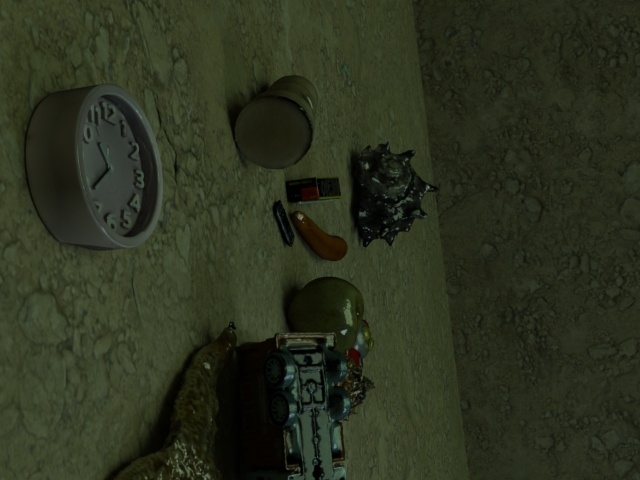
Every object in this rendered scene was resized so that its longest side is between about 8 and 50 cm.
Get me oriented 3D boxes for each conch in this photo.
[{"bbox_3d":[0.175,-0.130,2.305,0.241,0.186,0.313,33,67,-34],"label":"conch"}]

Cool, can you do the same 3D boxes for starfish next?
[{"bbox_3d":[-0.164,0.343,1.195,0.432,0.083,0.323,-58,135,-67],"label":"starfish"}]

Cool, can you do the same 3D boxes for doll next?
[{"bbox_3d":[0.075,0.263,1.992,0.245,0.076,0.142,-73,152,-44],"label":"doll"}]

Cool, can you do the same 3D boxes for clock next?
[{"bbox_3d":[-0.264,-0.085,1.034,0.197,0.068,0.196,-7,90,-73],"label":"clock"}]

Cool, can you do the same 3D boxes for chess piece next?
[{"bbox_3d":[-0.064,-0.239,1.630,0.261,0.143,0.142,-69,149,-64],"label":"chess piece"}]

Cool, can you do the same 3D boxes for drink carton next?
[{"bbox_3d":[-0.013,-0.106,1.842,0.166,0.071,0.056,-14,95,-71],"label":"drink carton"}]

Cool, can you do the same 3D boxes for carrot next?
[{"bbox_3d":[0.000,0.000,1.877,0.066,0.062,0.271,-62,155,0],"label":"carrot"}]

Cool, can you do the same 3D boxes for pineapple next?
[{"bbox_3d":[0.047,0.295,1.775,0.176,0.137,0.161,8,77,-73],"label":"pineapple"}]

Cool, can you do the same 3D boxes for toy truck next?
[{"bbox_3d":[-0.050,0.301,1.347,0.136,0.162,0.305,4,77,-42],"label":"toy truck"}]

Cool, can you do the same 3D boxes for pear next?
[{"bbox_3d":[0.014,0.149,1.729,0.167,0.137,0.167,-5,90,-75],"label":"pear"}]

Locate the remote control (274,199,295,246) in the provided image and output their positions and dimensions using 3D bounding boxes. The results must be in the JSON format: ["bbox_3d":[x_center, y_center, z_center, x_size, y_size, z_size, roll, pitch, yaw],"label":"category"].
[{"bbox_3d":[-0.073,-0.033,1.718,0.039,0.014,0.096,-73,150,-52],"label":"remote control"}]

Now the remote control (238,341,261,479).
[{"bbox_3d":[-0.104,0.290,1.463,0.098,0.038,0.233,49,37,-62],"label":"remote control"}]
